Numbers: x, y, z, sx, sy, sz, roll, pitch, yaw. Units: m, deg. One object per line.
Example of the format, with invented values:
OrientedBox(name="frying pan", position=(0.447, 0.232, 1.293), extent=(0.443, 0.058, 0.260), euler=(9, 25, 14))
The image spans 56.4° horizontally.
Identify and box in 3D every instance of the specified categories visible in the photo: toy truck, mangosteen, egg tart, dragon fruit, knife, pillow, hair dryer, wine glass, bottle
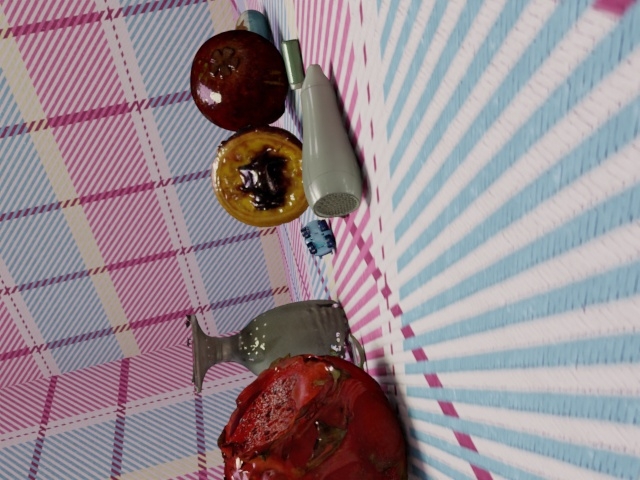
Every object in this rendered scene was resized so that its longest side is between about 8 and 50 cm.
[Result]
OrientedBox(name="toy truck", position=(0.000, 0.000, 1.193), extent=(0.090, 0.056, 0.073), euler=(53, -164, -75))
OrientedBox(name="mangosteen", position=(-0.163, -0.334, 1.306), extent=(0.257, 0.215, 0.215), euler=(27, -133, -71))
OrientedBox(name="egg tart", position=(-0.111, -0.143, 1.224), extent=(0.171, 0.215, 0.215), euler=(-90, -10, -67))
OrientedBox(name="dragon fruit", position=(-0.010, 0.333, 0.910), extent=(0.295, 0.295, 0.301), euler=(-126, 20, -74))
OrientedBox(name="knife", position=(0.080, 0.255, 1.129), extent=(0.022, 0.026, 0.184), euler=(-40, -57, -52))
OrientedBox(name="pillow", position=(-0.150, -0.453, 1.487), extent=(0.214, 0.086, 0.233), euler=(-79, -25, -79))
OrientedBox(name="hair dryer", position=(0.017, -0.102, 0.863), extent=(0.237, 0.075, 0.206), euler=(72, -171, -66))
OrientedBox(name="wine glass", position=(-0.106, 0.225, 1.279), extent=(0.190, 0.357, 0.190), euler=(179, 90, -79))
OrientedBox(name="bottle", position=(-0.047, -0.309, 1.048), extent=(0.030, 0.030, 0.083), euler=(-118, 15, -66))

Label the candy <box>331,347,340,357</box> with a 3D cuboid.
OrientedBox(name="candy", position=(0.037, 0.346, 1.621), extent=(0.201, 0.060, 0.060), euler=(71, -178, -59))
